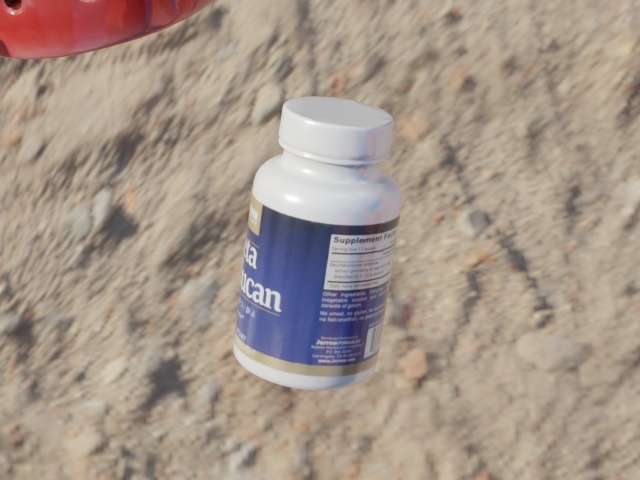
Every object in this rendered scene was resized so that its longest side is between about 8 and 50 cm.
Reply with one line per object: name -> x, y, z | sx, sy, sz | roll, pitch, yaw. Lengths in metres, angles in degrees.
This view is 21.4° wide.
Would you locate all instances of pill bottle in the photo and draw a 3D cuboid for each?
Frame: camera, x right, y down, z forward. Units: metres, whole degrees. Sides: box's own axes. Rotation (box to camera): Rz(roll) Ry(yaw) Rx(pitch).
pill bottle -> 0.000, 0.000, 1.061 | 0.094, 0.094, 0.169 | 4, 109, -13

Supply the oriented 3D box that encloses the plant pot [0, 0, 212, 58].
plant pot -> -0.176, -0.242, 1.207 | 0.191, 0.191, 0.174 | -18, 114, -15
